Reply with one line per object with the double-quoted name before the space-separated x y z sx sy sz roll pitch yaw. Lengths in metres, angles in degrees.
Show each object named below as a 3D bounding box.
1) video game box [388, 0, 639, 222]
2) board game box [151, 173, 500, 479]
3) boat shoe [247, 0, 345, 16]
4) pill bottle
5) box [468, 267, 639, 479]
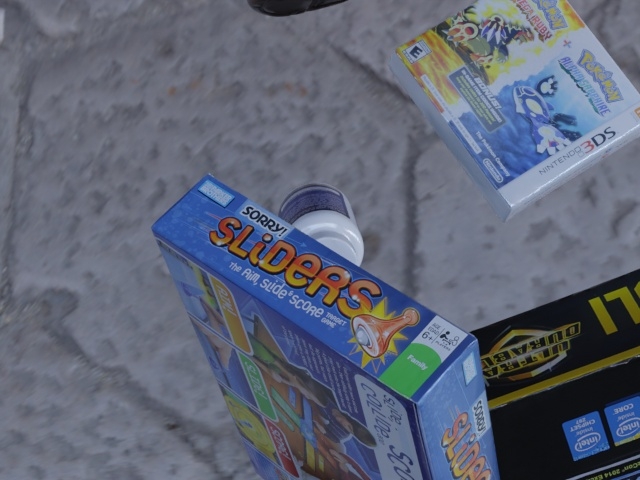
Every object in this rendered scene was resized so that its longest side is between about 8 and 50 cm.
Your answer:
"video game box" 0.202 -0.150 1.499 0.187 0.048 0.205 -32 77 -16
"board game box" 0.011 0.074 0.618 0.136 0.201 0.035 32 65 30
"boat shoe" 0.055 -0.260 1.208 0.257 0.095 0.095 -11 78 12
"pill bottle" 0.000 0.000 1.735 0.094 0.169 0.094 -2 110 -5
"box" 0.252 0.119 0.830 0.322 0.079 0.257 -20 119 3
